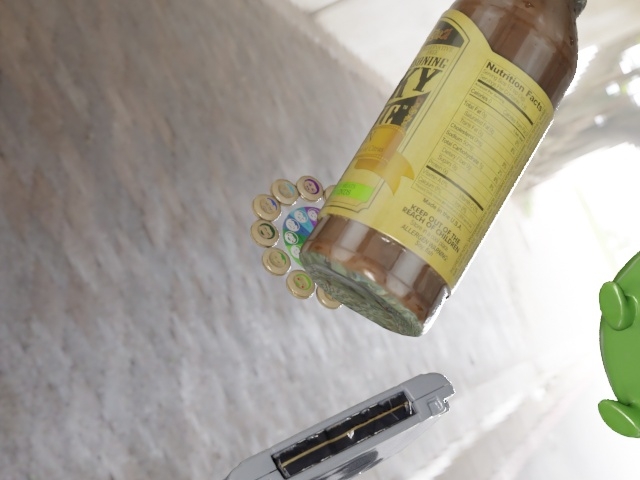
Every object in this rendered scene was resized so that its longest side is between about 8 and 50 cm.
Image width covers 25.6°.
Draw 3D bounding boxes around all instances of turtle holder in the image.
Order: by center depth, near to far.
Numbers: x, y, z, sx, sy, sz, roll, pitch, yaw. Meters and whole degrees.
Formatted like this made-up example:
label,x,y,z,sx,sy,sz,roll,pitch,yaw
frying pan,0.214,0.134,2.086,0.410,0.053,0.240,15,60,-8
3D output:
label,x,y,z,sx,sy,sz,roll,pitch,yaw
turtle holder,0.445,0.123,1.498,0.320,0.243,0.227,60,35,-1

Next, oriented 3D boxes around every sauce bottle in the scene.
label,x,y,z,sx,sy,sz,roll,pitch,yaw
sauce bottle,0.112,-0.100,1.004,0.111,0.344,0.111,29,-16,9

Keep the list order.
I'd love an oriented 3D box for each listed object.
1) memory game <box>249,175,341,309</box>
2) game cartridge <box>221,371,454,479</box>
label,x,y,z,sx,sy,sz,roll,pitch,yaw
memory game,0.000,0.000,1.691,0.186,0.012,0.186,16,52,-21
game cartridge,-0.004,0.248,1.563,0.060,0.294,0.196,57,-33,18
